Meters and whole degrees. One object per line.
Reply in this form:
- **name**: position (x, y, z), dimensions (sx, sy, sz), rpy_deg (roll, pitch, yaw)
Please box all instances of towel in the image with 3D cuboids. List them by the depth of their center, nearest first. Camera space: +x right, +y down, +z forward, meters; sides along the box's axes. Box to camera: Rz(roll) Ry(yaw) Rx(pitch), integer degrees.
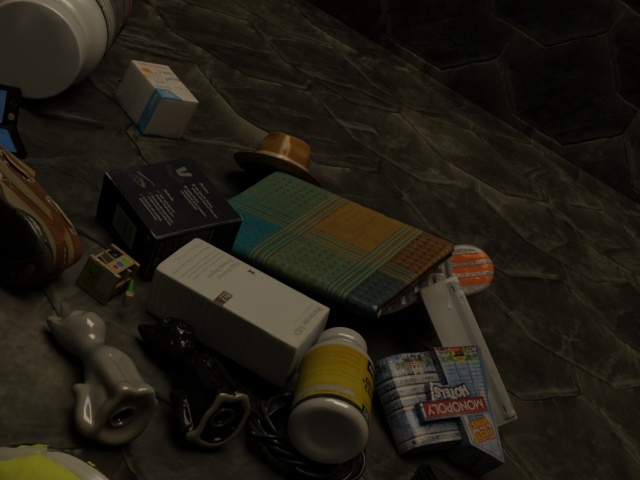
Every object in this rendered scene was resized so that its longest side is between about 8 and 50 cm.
- **towel**: position (0.000, 0.000, 1.554), dimensions (0.370, 0.040, 0.271), rpy_deg (24, 35, 26)

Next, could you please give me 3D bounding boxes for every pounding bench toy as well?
- **pounding bench toy**: position (-0.280, 0.054, 1.309), dimensions (0.083, 0.052, 0.065), rpy_deg (37, 25, 7)

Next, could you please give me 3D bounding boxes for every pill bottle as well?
- **pill bottle**: position (0.018, 0.195, 1.237), dimensions (0.103, 0.103, 0.184), rpy_deg (29, 30, -9)
- **pill bottle**: position (-0.477, -0.399, 1.706), dimensions (0.210, 0.210, 0.363), rpy_deg (27, 26, -13)

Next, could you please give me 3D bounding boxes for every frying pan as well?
- **frying pan**: position (0.011, 0.161, 1.445), dimensions (0.197, 0.053, 0.326), rpy_deg (1, 38, -47)

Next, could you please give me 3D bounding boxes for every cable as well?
- **cable**: position (-0.020, 0.265, 1.255), dimensions (0.184, 0.047, 0.150), rpy_deg (8, 39, -49)

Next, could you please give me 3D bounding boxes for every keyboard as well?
- **keyboard**: position (0.242, 0.186, 1.553), dimensions (0.014, 0.072, 0.256), rpy_deg (95, -27, -79)

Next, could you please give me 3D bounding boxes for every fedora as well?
- **fedora**: position (-0.072, -0.155, 1.796), dimensions (0.194, 0.079, 0.194), rpy_deg (18, -9, 3)

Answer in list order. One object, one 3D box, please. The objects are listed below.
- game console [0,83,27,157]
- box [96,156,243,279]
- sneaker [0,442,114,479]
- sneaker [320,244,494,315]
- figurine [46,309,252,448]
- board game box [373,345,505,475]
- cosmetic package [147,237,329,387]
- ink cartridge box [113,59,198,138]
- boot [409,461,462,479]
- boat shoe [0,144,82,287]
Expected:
- **game console**: position (-0.515, -0.192, 1.461), dimensions (0.122, 0.107, 0.071), rpy_deg (7, 8, -44)
- **box**: position (-0.232, -0.036, 1.442), dimensions (0.158, 0.093, 0.156), rpy_deg (-15, 52, -39)
- **sneaker**: position (-0.210, 0.328, 0.800), dimensions (0.384, 0.145, 0.147), rpy_deg (45, 27, 27)
- **sneaker**: position (0.134, 0.088, 1.665), dimensions (0.321, 0.180, 0.124), rpy_deg (-1, 74, -6)
- **figurine**: position (-0.222, 0.157, 1.173), dimensions (0.215, 0.092, 0.209), rpy_deg (10, 26, -38)
- **board game box**: position (0.191, 0.261, 1.426), dimensions (0.194, 0.060, 0.194), rpy_deg (2, 57, -37)
- **cosmetic package**: position (-0.116, 0.098, 1.328), dimensions (0.231, 0.085, 0.117), rpy_deg (26, 33, 13)
- **ink cartridge box**: position (-0.320, -0.275, 1.805), dimensions (0.092, 0.090, 0.143), rpy_deg (0, 41, -49)
- **boot**: position (0.242, 0.407, 1.163), dimensions (0.223, 0.118, 0.338), rpy_deg (26, 17, -15)
- **boat shoe**: position (-0.447, -0.066, 1.275), dimensions (0.324, 0.122, 0.120), rpy_deg (49, 23, 13)
